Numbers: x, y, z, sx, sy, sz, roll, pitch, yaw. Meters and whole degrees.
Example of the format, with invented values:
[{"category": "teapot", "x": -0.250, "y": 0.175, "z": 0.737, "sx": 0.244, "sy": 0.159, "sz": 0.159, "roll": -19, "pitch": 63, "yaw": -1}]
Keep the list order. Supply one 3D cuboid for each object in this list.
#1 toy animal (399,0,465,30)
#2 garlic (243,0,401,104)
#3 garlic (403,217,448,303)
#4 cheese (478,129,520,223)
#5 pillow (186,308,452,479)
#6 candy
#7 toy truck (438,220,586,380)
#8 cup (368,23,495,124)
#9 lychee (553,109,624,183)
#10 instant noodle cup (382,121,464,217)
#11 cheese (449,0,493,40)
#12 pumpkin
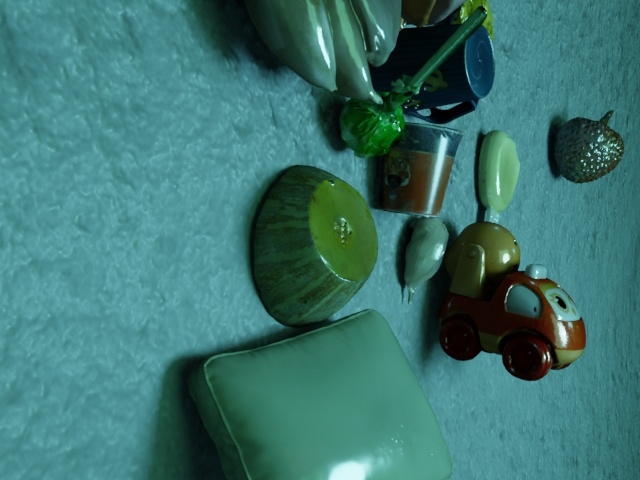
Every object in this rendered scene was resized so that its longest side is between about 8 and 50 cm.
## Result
[{"category": "toy animal", "x": 0.179, "y": -0.414, "z": 1.043, "sx": 0.281, "sy": 0.195, "sz": 0.169, "roll": -33, "pitch": 106, "yaw": -30}, {"category": "garlic", "x": -0.003, "y": -0.326, "z": 0.863, "sx": 0.279, "sy": 0.132, "sz": 0.325, "roll": -49, "pitch": 126, "yaw": -41}, {"category": "garlic", "x": 0.174, "y": 0.020, "z": 1.171, "sx": 0.084, "sy": 0.066, "sz": 0.152, "roll": 59, "pitch": 45, "yaw": -39}, {"category": "cheese", "x": 0.342, "y": -0.080, "z": 1.414, "sx": 0.127, "sy": 0.050, "sz": 0.255, "roll": 23, "pitch": 74, "yaw": -53}, {"category": "pillow", "x": 0.014, "y": 0.223, "z": 0.856, "sx": 0.322, "sy": 0.120, "sz": 0.255, "roll": -9, "pitch": 68, "yaw": -46}, {"category": "candy", "x": 0.113, "y": -0.197, "z": 0.901, "sx": 0.097, "sy": 0.323, "sz": 0.097, "roll": 8, "pitch": 69, "yaw": -21}, {"category": "toy truck", "x": 0.326, "y": 0.097, "z": 1.233, "sx": 0.189, "sy": 0.265, "sz": 0.239, "roll": 2, "pitch": 100, "yaw": -55}, {"category": "cup", "x": 0.180, "y": -0.249, "z": 1.097, "sx": 0.176, "sy": 0.155, "sz": 0.131, "roll": 48, "pitch": 55, "yaw": -42}, {"category": "lychee", "x": 0.643, "y": -0.229, "z": 1.723, "sx": 0.165, "sy": 0.165, "sz": 0.197, "roll": 12, "pitch": 107, "yaw": -53}, {"category": "instant noodle cup", "x": 0.146, "y": -0.106, "z": 1.098, "sx": 0.127, "sy": 0.127, "sz": 0.135, "roll": 1, "pitch": 98, "yaw": -54}, {"category": "cheese", "x": 0.283, "y": -0.359, "z": 1.313, "sx": 0.250, "sy": 0.064, "sz": 0.156, "roll": 40, "pitch": 60, "yaw": -58}, {"category": "pumpkin", "x": 0.013, "y": 0.007, "z": 0.926, "sx": 0.217, "sy": 0.110, "sz": 0.217, "roll": 2, "pitch": 88, "yaw": -48}]
